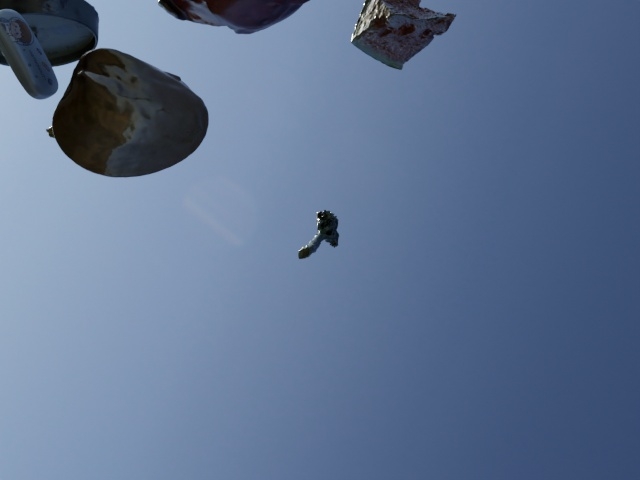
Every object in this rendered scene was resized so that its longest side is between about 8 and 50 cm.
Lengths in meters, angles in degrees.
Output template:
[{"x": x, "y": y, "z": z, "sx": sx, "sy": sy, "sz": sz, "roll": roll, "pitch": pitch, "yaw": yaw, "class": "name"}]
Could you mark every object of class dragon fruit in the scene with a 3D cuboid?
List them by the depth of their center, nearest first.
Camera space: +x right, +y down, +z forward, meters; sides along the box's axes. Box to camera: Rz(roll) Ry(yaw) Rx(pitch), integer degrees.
[{"x": -0.091, "y": -0.313, "z": 1.015, "sx": 0.274, "sy": 0.193, "sz": 0.192, "roll": -6, "pitch": -134, "yaw": 58, "class": "dragon fruit"}]

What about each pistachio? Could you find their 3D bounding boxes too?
[{"x": -0.327, "y": -0.208, "z": 1.670, "sx": 0.163, "sy": 0.260, "sz": 0.213, "roll": -153, "pitch": -99, "yaw": -70, "class": "pistachio"}]

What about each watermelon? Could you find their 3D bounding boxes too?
[{"x": 0.112, "y": -0.305, "z": 1.401, "sx": 0.158, "sy": 0.097, "sz": 0.121, "roll": 56, "pitch": -49, "yaw": 52, "class": "watermelon"}]

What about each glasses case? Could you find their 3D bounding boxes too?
[{"x": -0.549, "y": -0.345, "z": 1.778, "sx": 0.045, "sy": 0.067, "sz": 0.179, "roll": -25, "pitch": -84, "yaw": 36, "class": "glasses case"}]

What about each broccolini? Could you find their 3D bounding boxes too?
[{"x": 0.005, "y": -0.006, "z": 1.741, "sx": 0.071, "sy": 0.254, "sz": 0.058, "roll": 38, "pitch": -78, "yaw": -2, "class": "broccolini"}]

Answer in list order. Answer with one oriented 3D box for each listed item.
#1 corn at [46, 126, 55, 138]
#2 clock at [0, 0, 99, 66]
[{"x": -0.571, "y": -0.237, "z": 2.138, "sx": 0.028, "sy": 0.083, "sz": 0.027, "roll": -98, "pitch": -161, "yaw": -72, "class": "corn"}, {"x": -0.608, "y": -0.444, "z": 2.036, "sx": 0.280, "sy": 0.280, "sz": 0.056, "roll": -23, "pitch": -110, "yaw": 49, "class": "clock"}]
